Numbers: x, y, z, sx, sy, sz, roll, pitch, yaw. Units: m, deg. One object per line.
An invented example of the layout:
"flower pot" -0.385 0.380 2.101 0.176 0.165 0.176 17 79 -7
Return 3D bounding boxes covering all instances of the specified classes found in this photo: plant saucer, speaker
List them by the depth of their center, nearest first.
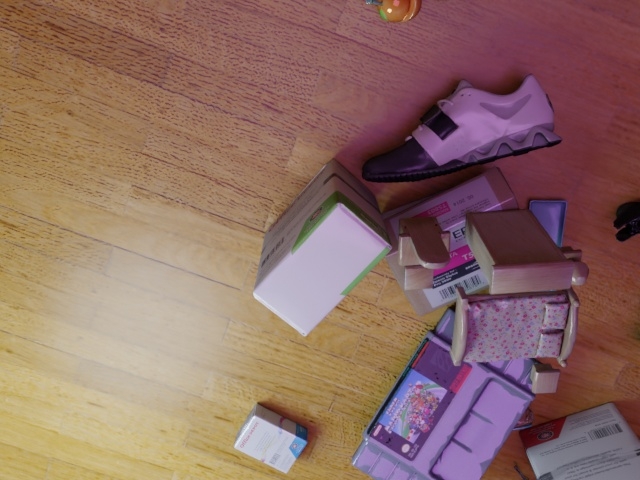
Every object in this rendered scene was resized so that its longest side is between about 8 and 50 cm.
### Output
"speaker" 0.173 -0.043 1.249 0.136 0.055 0.055 -20 107 8
"plant saucer" 0.406 0.017 1.284 0.067 0.018 0.191 1 108 1

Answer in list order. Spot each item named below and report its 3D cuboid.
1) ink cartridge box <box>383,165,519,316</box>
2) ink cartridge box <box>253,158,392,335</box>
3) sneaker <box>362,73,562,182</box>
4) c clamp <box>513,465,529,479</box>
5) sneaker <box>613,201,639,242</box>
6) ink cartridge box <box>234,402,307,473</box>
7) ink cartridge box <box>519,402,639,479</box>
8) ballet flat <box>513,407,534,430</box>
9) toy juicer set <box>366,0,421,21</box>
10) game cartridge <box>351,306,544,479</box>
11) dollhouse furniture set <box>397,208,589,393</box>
"ink cartridge box" 0.235 0.008 1.211 0.235 0.088 0.193 -25 134 10
"ink cartridge box" 0.000 0.000 1.155 0.115 0.273 0.198 39 105 -13
"sneaker" 0.220 -0.188 1.181 0.331 0.122 0.146 -15 89 7
"c clamp" 0.380 0.551 1.462 0.161 0.022 0.137 -40 108 11
"sneaker" 0.587 -0.045 1.220 0.170 0.089 0.051 -15 107 6
"ink cartridge box" -0.099 0.395 1.403 0.123 0.052 0.088 29 106 -9
"ink cartridge box" 0.505 0.442 1.287 0.197 0.273 0.114 -21 106 8
"ballet flat" 0.312 0.354 1.382 0.206 0.073 0.067 -16 81 4
"toy juicer set" 0.177 -0.486 1.084 0.209 0.089 0.329 43 104 -11
"game cartridge" 0.239 0.328 1.319 0.230 0.068 0.355 31 95 -3
"dollhouse furniture set" 0.275 0.149 1.117 0.304 0.173 0.355 -3 118 -3
